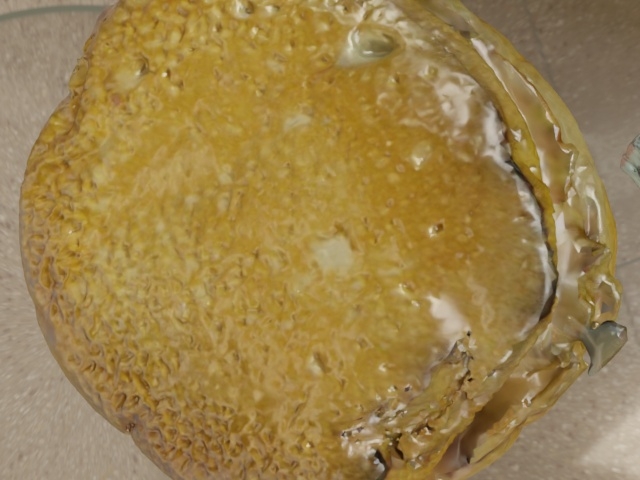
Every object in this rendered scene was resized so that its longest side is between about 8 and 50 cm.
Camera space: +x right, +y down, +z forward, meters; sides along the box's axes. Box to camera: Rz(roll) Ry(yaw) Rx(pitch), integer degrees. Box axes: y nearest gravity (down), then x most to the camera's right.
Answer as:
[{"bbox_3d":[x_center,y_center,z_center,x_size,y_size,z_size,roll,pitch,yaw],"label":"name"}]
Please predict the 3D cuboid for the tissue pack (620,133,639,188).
[{"bbox_3d":[0.417,-0.068,0.809,0.316,0.103,0.228,-35,78,-2],"label":"tissue pack"}]

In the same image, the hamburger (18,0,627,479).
[{"bbox_3d":[0.000,0.000,0.592,0.314,0.170,0.289,41,105,17],"label":"hamburger"}]
